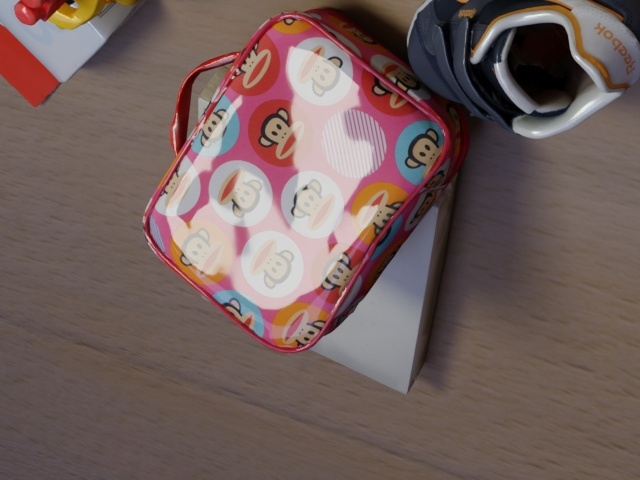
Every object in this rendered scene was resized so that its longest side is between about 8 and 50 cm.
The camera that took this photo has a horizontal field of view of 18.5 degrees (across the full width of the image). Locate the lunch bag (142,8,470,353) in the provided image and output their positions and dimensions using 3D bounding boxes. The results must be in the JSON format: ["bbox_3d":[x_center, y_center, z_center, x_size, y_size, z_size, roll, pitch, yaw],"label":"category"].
[{"bbox_3d":[-0.031,-0.068,1.861,0.258,0.120,0.293,39,108,9],"label":"lunch bag"}]

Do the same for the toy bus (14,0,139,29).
[{"bbox_3d":[-0.228,-0.274,1.860,0.149,0.211,0.220,37,153,2],"label":"toy bus"}]

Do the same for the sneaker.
[{"bbox_3d":[0.158,-0.158,1.662,0.126,0.127,0.321,48,152,-18],"label":"sneaker"}]

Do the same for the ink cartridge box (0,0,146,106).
[{"bbox_3d":[-0.381,-0.288,2.144,0.308,0.091,0.385,45,150,-9],"label":"ink cartridge box"}]

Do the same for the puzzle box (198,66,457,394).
[{"bbox_3d":[0.000,0.000,2.096,0.272,0.052,0.409,26,151,12],"label":"puzzle box"}]
